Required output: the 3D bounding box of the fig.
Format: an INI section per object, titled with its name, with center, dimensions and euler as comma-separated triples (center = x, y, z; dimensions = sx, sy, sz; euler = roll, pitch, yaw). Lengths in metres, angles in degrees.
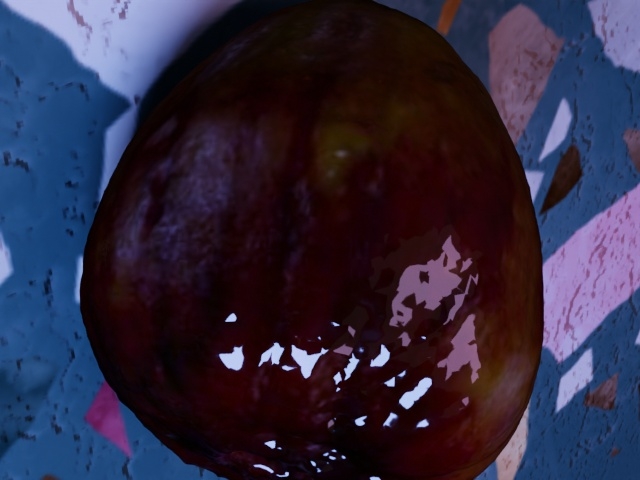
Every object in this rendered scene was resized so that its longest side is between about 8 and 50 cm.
[fig]
center = -0.002, 0.010, 0.709
dimensions = 0.224, 0.224, 0.263
euler = -4, 97, -43
